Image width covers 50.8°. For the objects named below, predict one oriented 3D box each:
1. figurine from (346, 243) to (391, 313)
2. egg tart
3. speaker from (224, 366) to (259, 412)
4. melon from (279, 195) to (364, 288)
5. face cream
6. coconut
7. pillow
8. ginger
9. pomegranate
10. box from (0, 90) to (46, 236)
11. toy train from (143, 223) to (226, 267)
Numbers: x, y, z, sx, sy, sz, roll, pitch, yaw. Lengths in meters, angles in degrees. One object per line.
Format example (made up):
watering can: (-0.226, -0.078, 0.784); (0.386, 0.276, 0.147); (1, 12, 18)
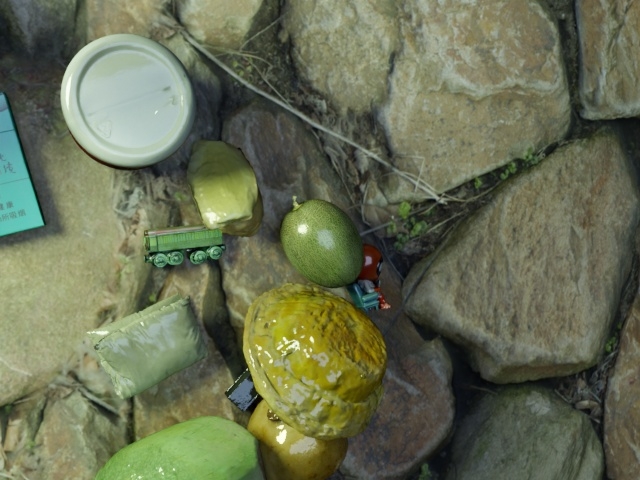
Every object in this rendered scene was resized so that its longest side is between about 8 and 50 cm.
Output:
figurine: (0.088, 0.071, 1.307); (0.075, 0.068, 0.140); (-12, 91, -14)
egg tart: (0.015, 0.190, 1.180); (0.319, 0.319, 0.128); (37, 126, -17)
speaker: (-0.097, 0.233, 1.266); (0.191, 0.040, 0.046); (-46, 105, -10)
melon: (0.000, 0.000, 1.233); (0.139, 0.139, 0.192); (-38, 105, -13)
face cream: (-0.310, -0.215, 1.088); (0.201, 0.187, 0.201); (-1, 94, -19)
coconut: (-0.219, 0.439, 1.105); (0.281, 0.328, 0.328); (25, 83, 25)
pillow: (-0.294, 0.182, 1.179); (0.181, 0.078, 0.134); (-26, 104, -18)
ginger: (-0.166, -0.092, 1.208); (0.115, 0.122, 0.193); (-19, 65, 0)
pomegranate: (-0.048, 0.353, 1.219); (0.196, 0.196, 0.196); (-1, 94, -19)
box: (-0.558, -0.112, 1.087); (0.161, 0.042, 0.226); (-16, 98, -17)
toy train: (-0.242, 0.008, 1.204); (0.148, 0.038, 0.071); (-6, 96, -19)
